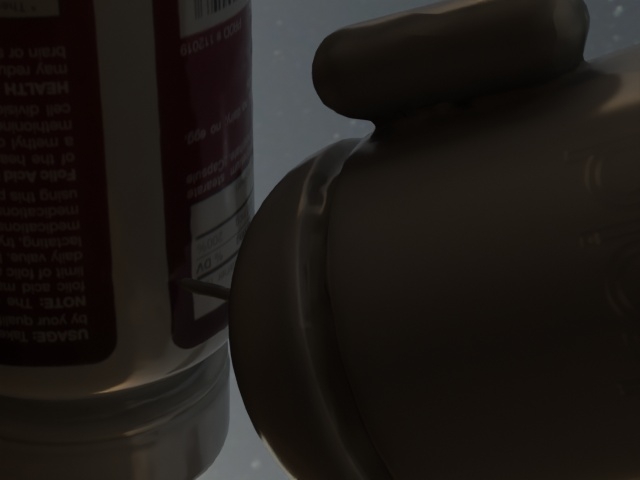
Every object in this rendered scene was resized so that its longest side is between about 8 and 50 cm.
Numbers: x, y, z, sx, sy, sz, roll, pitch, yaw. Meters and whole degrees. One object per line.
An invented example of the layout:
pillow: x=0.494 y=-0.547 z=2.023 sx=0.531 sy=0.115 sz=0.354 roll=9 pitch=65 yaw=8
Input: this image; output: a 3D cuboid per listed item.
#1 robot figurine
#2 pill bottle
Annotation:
robot figurine: x=0.104 y=0.026 z=0.607 sx=0.354 sy=0.200 sz=0.299 roll=-17 pitch=-76 yaw=30
pill bottle: x=-0.149 y=-0.050 z=0.771 sx=0.224 sy=0.224 sz=0.392 roll=30 pitch=-51 yaw=43
